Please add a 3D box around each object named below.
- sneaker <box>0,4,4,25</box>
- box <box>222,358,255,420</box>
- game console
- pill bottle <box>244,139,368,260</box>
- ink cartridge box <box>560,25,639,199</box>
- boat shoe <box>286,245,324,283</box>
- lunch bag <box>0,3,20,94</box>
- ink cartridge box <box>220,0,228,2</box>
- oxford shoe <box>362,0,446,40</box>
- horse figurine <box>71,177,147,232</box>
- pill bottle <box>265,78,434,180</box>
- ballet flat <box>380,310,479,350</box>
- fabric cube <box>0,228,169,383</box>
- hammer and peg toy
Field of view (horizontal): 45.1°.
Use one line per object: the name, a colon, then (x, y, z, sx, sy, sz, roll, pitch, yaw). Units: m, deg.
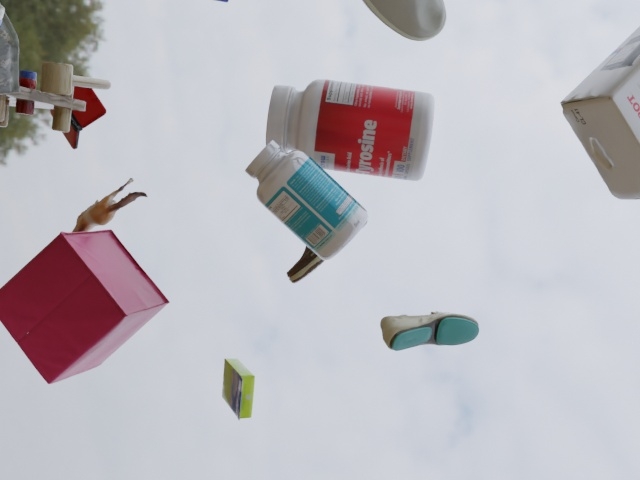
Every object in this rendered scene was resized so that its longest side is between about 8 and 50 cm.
sneaker: (-0.527, -0.304, 1.142, 0.152, 0.058, 0.084, -69, -178, -65)
box: (-0.204, 0.368, 1.921, 0.178, 0.042, 0.109, -160, -107, -68)
game console: (-0.629, -0.331, 1.999, 0.144, 0.085, 0.124, 54, -37, 20)
pill bottle: (-0.035, -0.092, 1.650, 0.264, 0.146, 0.146, 43, -44, -5)
ink cartridge box: (0.604, -0.248, 1.349, 0.226, 0.306, 0.131, 51, -18, -17)
boat shoe: (-0.001, 0.001, 2.006, 0.095, 0.257, 0.095, 48, -13, 3)
lunch bag: (-0.670, -0.372, 1.289, 0.287, 0.235, 0.169, 60, -30, 16)
ink cartridge box: (-0.280, -0.612, 1.452, 0.151, 0.270, 0.395, 113, -18, -56)
oxford shoe: (0.133, -0.605, 1.585, 0.449, 0.169, 0.130, 55, -17, -24)
horse figurine: (-0.578, -0.078, 2.051, 0.263, 0.174, 0.066, -21, -65, 38)
pill bottle: (0.075, -0.288, 1.976, 0.229, 0.408, 0.229, 8, 90, -87)
ballet flat: (0.240, 0.191, 1.721, 0.086, 0.249, 0.086, 1, -89, 61)
fabric cube: (-0.577, 0.149, 1.864, 0.258, 0.254, 0.259, -41, -97, 11)
hammer and peg toy: (-0.619, -0.296, 1.595, 0.361, 0.266, 0.127, 8, -87, 23)
